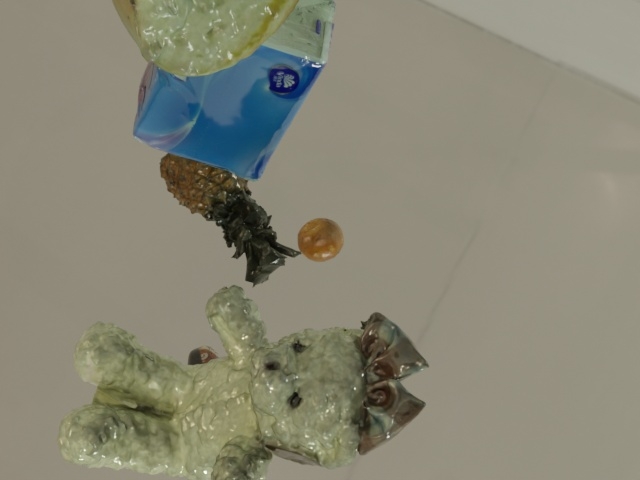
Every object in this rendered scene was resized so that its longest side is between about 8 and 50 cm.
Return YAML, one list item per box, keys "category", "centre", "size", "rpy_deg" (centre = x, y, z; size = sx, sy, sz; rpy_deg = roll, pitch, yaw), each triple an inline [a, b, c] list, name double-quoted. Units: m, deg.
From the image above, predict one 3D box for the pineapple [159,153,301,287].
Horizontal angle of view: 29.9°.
- category: "pineapple"
  centre: [-0.138, -0.048, 1.821]
  size: [0.128, 0.248, 0.128]
  rpy_deg: [-35, 171, -7]

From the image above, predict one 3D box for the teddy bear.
- category: "teddy bear"
  centre: [-0.109, 0.195, 1.638]
  size: [0.375, 0.327, 0.362]
  rpy_deg: [23, 144, -26]

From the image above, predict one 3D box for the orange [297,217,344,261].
- category: "orange"
  centre: [0.000, 0.000, 2.088]
  size: [0.083, 0.083, 0.070]
  rpy_deg: [-44, 124, -25]

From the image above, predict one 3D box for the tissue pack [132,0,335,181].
- category: "tissue pack"
  centre: [-0.120, -0.225, 1.588]
  size: [0.263, 0.198, 0.146]
  rpy_deg: [125, -23, -49]

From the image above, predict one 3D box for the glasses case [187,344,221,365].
- category: "glasses case"
  centre: [-0.155, 0.296, 1.933]
  size: [0.082, 0.321, 0.122]
  rpy_deg: [-23, 128, -2]

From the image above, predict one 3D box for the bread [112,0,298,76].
- category: "bread"
  centre: [-0.060, -0.289, 0.868]
  size: [0.160, 0.333, 0.333]
  rpy_deg: [-2, 123, -26]
